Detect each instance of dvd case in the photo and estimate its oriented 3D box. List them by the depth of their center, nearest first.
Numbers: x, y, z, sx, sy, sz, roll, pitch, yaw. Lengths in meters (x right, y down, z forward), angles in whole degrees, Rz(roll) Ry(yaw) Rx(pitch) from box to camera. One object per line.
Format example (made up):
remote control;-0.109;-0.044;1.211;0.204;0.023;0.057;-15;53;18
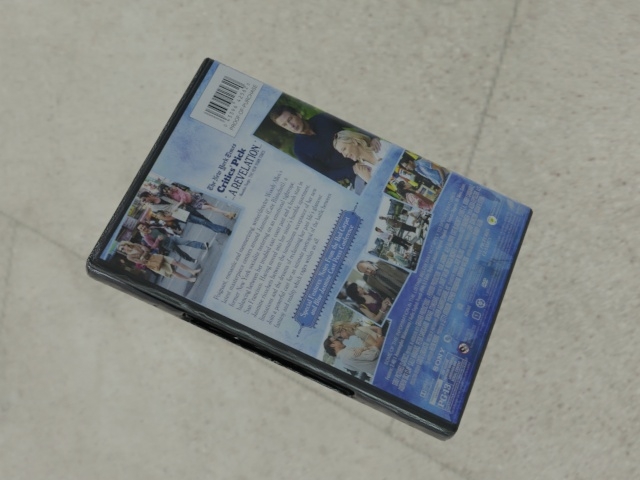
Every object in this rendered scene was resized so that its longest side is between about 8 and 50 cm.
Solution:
dvd case;0.000;0.000;0.690;0.253;0.180;0.022;25;152;-1
